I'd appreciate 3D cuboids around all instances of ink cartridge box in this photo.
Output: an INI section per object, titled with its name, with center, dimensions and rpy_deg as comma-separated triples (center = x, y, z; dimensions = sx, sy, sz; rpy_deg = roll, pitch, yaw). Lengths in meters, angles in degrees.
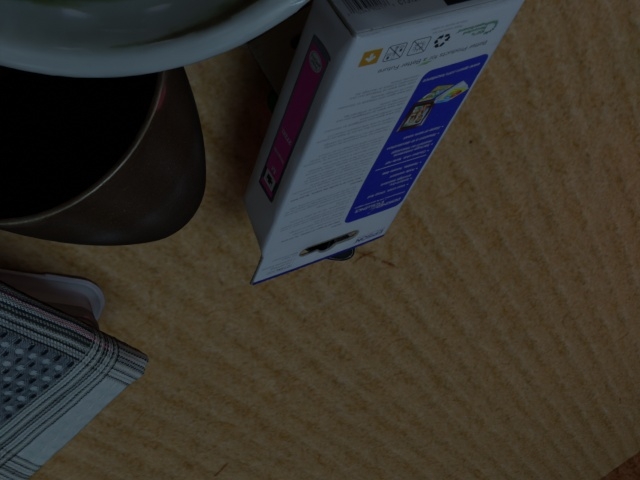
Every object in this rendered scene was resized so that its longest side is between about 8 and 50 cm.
[ink cartridge box]
center = 0.036, -0.097, 0.916
dimensions = 0.175, 0.069, 0.371
rpy_deg = -20, 154, -28

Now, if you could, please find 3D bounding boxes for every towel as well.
[towel]
center = -0.370, 0.167, 0.938
dimensions = 0.324, 0.056, 0.312
rpy_deg = -39, 143, 9

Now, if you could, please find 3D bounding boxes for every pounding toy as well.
[pounding toy]
center = -0.014, -0.167, 0.925
dimensions = 0.141, 0.100, 0.130
rpy_deg = -31, 158, 1

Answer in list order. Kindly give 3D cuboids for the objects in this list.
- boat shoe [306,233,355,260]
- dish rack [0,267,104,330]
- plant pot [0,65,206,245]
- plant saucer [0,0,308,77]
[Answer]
[boat shoe]
center = 0.000, 0.000, 1.156
dimensions = 0.049, 0.040, 0.142
rpy_deg = -44, 143, 13
[dish rack]
center = -0.398, 0.145, 0.999
dimensions = 0.332, 0.072, 0.286
rpy_deg = 13, 125, -44
[plant pot]
center = -0.181, -0.081, 0.811
dimensions = 0.215, 0.215, 0.230
rpy_deg = -35, 158, 3
[plant saucer]
center = -0.135, -0.290, 0.539
dimensions = 0.400, 0.101, 0.401
rpy_deg = -1, 121, -2
